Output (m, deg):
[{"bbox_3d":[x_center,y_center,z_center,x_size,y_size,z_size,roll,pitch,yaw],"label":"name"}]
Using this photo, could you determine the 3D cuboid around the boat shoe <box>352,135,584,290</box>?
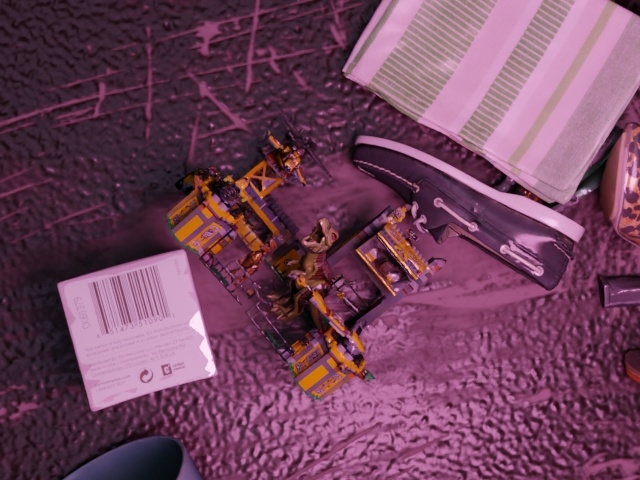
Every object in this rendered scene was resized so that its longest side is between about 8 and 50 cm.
[{"bbox_3d":[0.162,-0.036,1.665,0.302,0.114,0.091,24,87,19],"label":"boat shoe"}]

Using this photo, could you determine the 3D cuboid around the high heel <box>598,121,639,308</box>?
[{"bbox_3d":[0.440,-0.033,1.694,0.186,0.093,0.261,-4,121,0],"label":"high heel"}]

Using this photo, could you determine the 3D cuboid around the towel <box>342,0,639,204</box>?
[{"bbox_3d":[0.219,-0.224,1.686,0.325,0.038,0.248,31,96,9],"label":"towel"}]

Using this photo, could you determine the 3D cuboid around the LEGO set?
[{"bbox_3d":[0.000,0.000,1.604,0.192,0.255,0.331,-39,84,19],"label":"LEGO set"}]

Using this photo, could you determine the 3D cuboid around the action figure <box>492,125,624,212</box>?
[{"bbox_3d":[0.282,-0.074,1.731,0.232,0.063,0.137,-43,96,-1],"label":"action figure"}]

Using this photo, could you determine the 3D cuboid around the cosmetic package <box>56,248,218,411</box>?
[{"bbox_3d":[-0.212,0.101,1.619,0.151,0.184,0.151,-15,90,-5],"label":"cosmetic package"}]

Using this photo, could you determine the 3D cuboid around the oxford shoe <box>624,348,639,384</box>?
[{"bbox_3d":[0.474,0.205,1.740,0.212,0.076,0.076,25,127,6],"label":"oxford shoe"}]

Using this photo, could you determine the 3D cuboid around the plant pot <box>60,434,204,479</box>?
[{"bbox_3d":[-0.212,0.405,1.575,0.293,0.293,0.235,-35,107,-5],"label":"plant pot"}]
